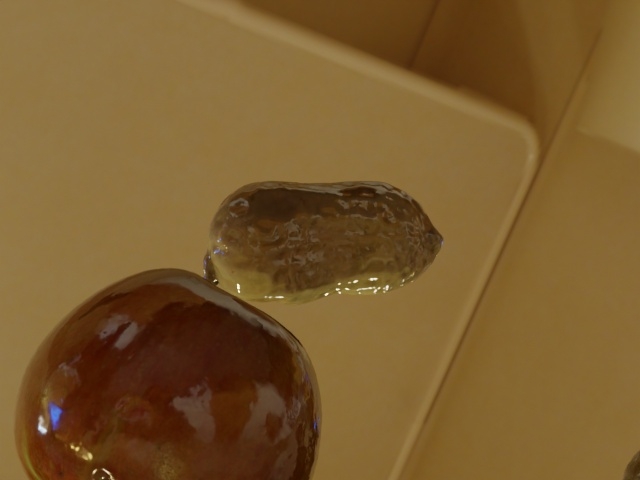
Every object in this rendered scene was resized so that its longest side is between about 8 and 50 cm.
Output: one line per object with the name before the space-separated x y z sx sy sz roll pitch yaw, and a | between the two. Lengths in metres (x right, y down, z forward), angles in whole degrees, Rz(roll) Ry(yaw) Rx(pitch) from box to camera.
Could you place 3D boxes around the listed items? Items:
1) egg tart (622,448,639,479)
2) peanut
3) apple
egg tart | 0.461 0.366 1.441 0.352 0.352 0.150 18 179 -28
peanut | -0.007 -0.003 1.488 0.291 0.143 0.159 -5 -159 -27
apple | -0.091 0.114 0.809 0.196 0.196 0.196 22 -171 -4
